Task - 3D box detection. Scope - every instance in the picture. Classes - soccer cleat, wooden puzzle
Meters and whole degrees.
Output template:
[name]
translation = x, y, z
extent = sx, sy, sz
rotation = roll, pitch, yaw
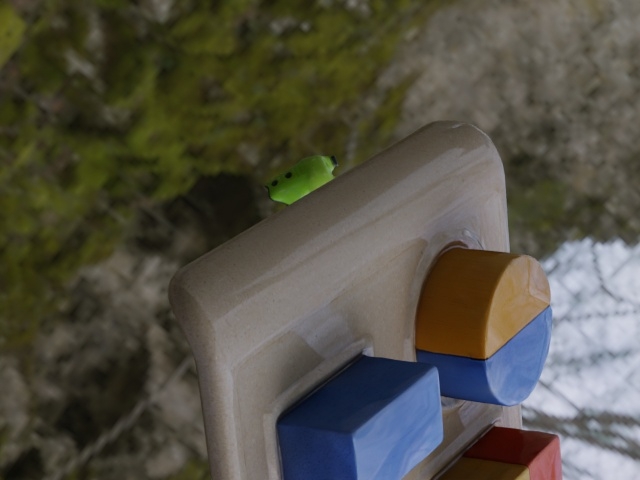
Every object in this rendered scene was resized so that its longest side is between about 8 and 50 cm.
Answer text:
[soccer cleat]
translation = 0.000, 0.000, 1.600
extent = 0.072, 0.179, 0.060
rotation = -22, -137, -2
[wooden puzzle]
translation = 0.057, 0.135, 1.068
extent = 0.080, 0.348, 0.322
rotation = 1, -161, 33
